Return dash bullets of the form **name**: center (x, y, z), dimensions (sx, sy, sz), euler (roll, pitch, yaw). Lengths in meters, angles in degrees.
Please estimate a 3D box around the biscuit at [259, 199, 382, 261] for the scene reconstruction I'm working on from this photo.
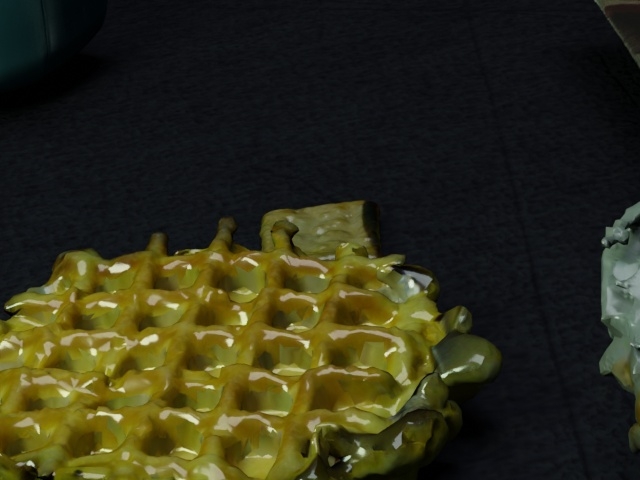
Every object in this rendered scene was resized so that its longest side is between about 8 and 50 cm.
- **biscuit**: center (0.000, 0.000, 1.153), dimensions (0.081, 0.018, 0.083), euler (-6, 28, 3)

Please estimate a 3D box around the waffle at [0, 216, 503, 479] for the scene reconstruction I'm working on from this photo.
- **waffle**: center (-0.061, 0.080, 0.976), dimensions (0.329, 0.062, 0.329), euler (-4, 28, 2)

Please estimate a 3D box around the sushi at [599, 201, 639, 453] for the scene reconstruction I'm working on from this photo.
- **sushi**: center (0.327, 0.058, 0.817), dimensions (0.418, 0.175, 0.417), euler (-2, 35, 1)

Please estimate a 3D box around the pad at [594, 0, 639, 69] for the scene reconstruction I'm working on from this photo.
- **pad**: center (0.304, -0.187, 1.223), dimensions (0.220, 0.004, 0.330), euler (-20, 35, 3)

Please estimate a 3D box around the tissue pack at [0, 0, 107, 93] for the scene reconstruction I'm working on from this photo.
- **tissue pack**: center (-0.336, -0.222, 1.448), dimensions (0.287, 0.198, 0.206), euler (15, 35, 32)
